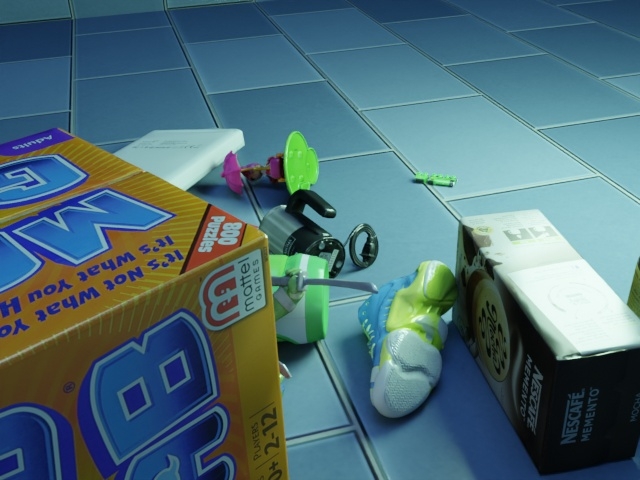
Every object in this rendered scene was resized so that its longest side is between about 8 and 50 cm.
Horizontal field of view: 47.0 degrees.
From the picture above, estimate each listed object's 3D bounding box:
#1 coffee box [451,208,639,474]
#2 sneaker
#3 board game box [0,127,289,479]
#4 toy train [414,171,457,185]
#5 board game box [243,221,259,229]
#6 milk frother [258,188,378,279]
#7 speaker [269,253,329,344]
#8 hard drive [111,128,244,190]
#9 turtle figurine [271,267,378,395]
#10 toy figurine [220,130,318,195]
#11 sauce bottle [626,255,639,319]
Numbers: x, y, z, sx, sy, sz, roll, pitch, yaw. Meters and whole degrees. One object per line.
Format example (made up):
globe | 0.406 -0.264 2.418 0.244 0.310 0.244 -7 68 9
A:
coffee box | 0.264 0.107 0.891 0.119 0.168 0.297 -7 30 -8
sneaker | 0.097 0.133 0.964 0.126 0.091 0.240 -20 28 44
board game box | -0.279 0.153 0.655 0.356 0.356 0.356 -27 38 -36
toy train | 0.222 -0.117 1.423 0.083 0.017 0.024 8 42 17
board game box | -0.235 -0.014 1.260 0.259 0.039 0.124 14 33 30
milk frother | 0.000 0.000 1.178 0.143 0.129 0.135 30 5 -43
speaker | -0.140 0.077 1.007 0.296 0.131 0.131 1 31 5
hard drive | -0.330 -0.138 1.425 0.233 0.047 0.353 3 27 23
turtle figurine | -0.098 0.048 0.845 0.266 0.275 0.198 46 57 7
toy figurine | -0.105 -0.137 1.404 0.159 0.130 0.173 -1 7 20
sauce bottle | 0.403 0.046 0.814 0.111 0.344 0.111 -2 33 1
